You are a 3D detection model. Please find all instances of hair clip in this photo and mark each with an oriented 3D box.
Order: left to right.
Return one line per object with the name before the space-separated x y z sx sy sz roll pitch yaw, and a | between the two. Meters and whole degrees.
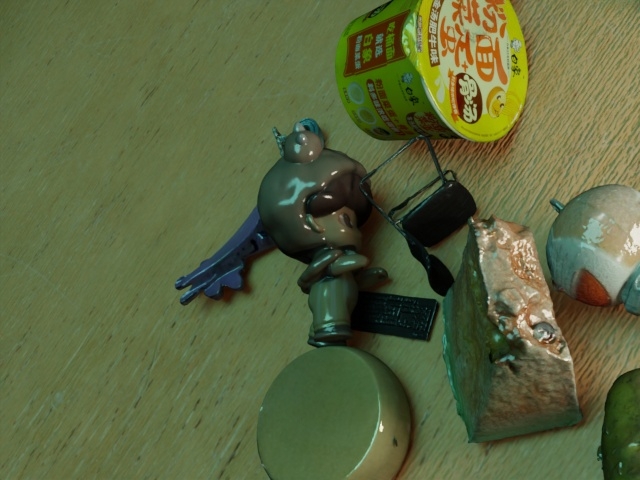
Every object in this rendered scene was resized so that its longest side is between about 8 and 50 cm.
hair clip | -0.164 0.033 1.822 0.278 0.090 0.137 -45 44 15

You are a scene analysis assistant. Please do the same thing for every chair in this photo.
chair | 0.190 -0.036 1.553 0.145 0.140 0.221 -37 54 10

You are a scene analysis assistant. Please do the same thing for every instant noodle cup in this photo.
instant noodle cup | 0.179 -0.302 1.608 0.221 0.311 0.311 -7 63 45

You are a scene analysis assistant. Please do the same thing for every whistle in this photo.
whistle | 0.446 0.050 1.299 0.348 0.189 0.189 41 94 30

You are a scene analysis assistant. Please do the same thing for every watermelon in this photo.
watermelon | 0.285 0.136 1.359 0.151 0.302 0.264 -4 56 -7

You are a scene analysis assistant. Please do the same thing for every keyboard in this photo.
keyboard | 0.111 0.125 1.605 0.196 0.015 0.074 4 67 41

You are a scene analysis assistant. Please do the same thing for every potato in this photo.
potato | 0.441 0.279 1.218 0.149 0.113 0.251 -22 47 36

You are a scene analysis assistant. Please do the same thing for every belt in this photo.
belt | -0.041 -0.153 1.838 0.100 0.065 0.179 -14 58 20

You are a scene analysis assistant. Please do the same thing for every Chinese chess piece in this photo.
Chinese chess piece | 0.020 0.305 1.523 0.273 0.102 0.273 -19 56 30

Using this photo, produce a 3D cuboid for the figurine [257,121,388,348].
figurine | 0.000 0.001 1.631 0.203 0.248 0.380 -14 68 15
